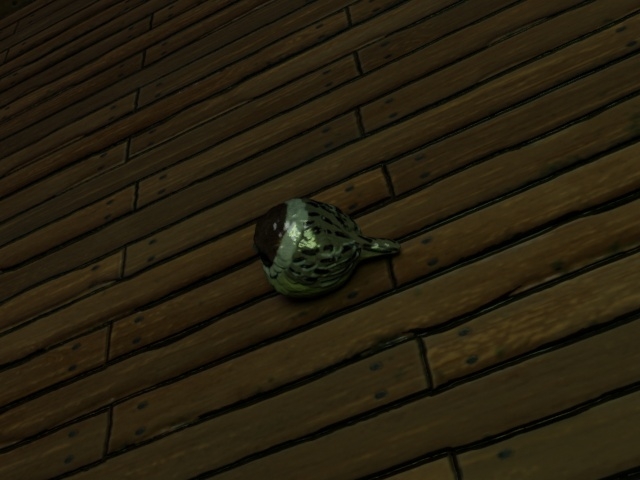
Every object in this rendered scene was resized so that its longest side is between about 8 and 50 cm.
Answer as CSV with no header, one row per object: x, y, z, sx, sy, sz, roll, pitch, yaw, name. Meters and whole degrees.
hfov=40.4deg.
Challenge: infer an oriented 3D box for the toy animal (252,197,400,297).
0.000,0.000,0.835,0.137,0.098,0.098,-15,42,21,toy animal
